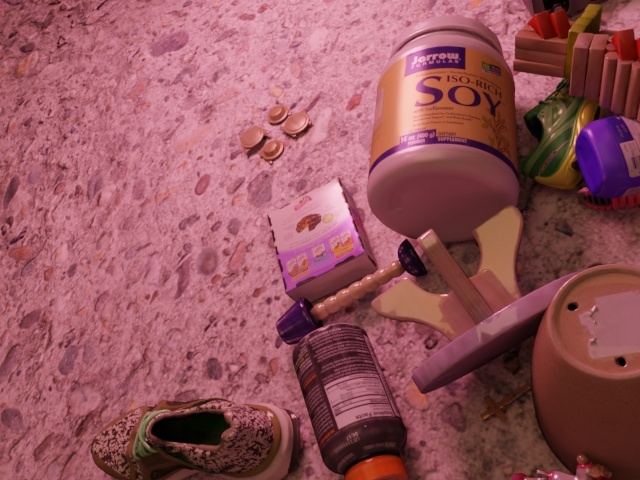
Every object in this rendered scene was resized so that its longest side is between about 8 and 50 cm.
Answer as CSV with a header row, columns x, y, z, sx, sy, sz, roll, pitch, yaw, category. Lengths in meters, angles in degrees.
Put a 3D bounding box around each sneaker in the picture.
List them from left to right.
x,y,z,sx,sy,sz,roll,pitch,yaw,category
-0.246,0.317,1.028,0.411,0.182,0.158,-13,55,25,sneaker
0.410,-0.226,1.038,0.124,0.109,0.295,11,67,32,sneaker
0.462,-0.080,0.958,0.120,0.047,0.057,2,55,23,sneaker

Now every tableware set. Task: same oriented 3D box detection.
x,y,z,sx,sy,sz,roll,pitch,yaw,category
-0.105,-0.253,1.431,0.169,0.020,0.141,-45,50,-4,tableware set

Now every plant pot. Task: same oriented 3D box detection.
x,y,z,sx,sy,sz,roll,pitch,yaw,category
0.356,0.145,0.715,0.257,0.274,0.256,-15,54,22,plant pot

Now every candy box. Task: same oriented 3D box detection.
x,y,z,sx,sy,sz,roll,pitch,yaw,category
0.000,0.000,1.164,0.165,0.070,0.196,-27,50,14,candy box

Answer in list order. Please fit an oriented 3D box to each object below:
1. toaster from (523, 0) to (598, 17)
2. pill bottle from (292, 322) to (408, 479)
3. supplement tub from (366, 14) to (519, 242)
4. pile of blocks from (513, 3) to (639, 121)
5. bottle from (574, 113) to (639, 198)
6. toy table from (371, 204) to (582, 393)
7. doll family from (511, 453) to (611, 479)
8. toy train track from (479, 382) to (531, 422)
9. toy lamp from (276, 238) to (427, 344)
x,y,z,sx,sy,sz,roll,pitch,yaw,category
0.471,-0.535,1.206,0.168,0.110,0.185,-21,51,17,toaster
0.048,0.257,0.925,0.131,0.130,0.245,-30,49,11,pill bottle
0.209,-0.190,1.049,0.241,0.241,0.331,-9,57,27,supplement tub
0.434,-0.271,0.889,0.149,0.112,0.362,-30,47,-12,pile of blocks
0.527,-0.144,0.893,0.283,0.092,0.118,-14,69,4,bottle
0.220,0.081,0.885,0.274,0.252,0.160,-31,65,-1,toy table
0.311,0.382,0.691,0.163,0.118,0.262,-14,59,46,doll family
0.267,0.234,0.886,0.083,0.014,0.048,-34,41,0,toy train track
0.048,0.096,1.067,0.275,0.080,0.080,-32,49,11,toy lamp
